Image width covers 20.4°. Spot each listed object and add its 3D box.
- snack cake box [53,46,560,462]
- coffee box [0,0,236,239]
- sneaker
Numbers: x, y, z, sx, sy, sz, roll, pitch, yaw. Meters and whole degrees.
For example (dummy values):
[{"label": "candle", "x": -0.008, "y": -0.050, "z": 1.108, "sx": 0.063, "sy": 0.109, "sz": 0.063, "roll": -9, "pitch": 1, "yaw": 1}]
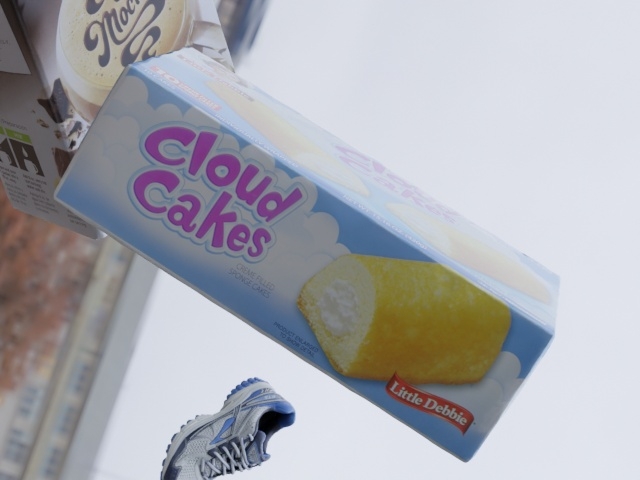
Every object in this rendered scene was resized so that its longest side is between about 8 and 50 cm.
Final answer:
[{"label": "snack cake box", "x": 0.000, "y": 0.000, "z": 0.990, "sx": 0.089, "sy": 0.264, "sz": 0.152, "roll": -58, "pitch": 178, "yaw": 14}, {"label": "coffee box", "x": -0.180, "y": -0.175, "z": 1.303, "sx": 0.119, "sy": 0.297, "sz": 0.168, "roll": 18, "pitch": -134, "yaw": 43}, {"label": "sneaker", "x": -0.072, "y": 0.163, "z": 1.426, "sx": 0.135, "sy": 0.058, "sz": 0.052, "roll": -42, "pitch": 140, "yaw": -30}]
